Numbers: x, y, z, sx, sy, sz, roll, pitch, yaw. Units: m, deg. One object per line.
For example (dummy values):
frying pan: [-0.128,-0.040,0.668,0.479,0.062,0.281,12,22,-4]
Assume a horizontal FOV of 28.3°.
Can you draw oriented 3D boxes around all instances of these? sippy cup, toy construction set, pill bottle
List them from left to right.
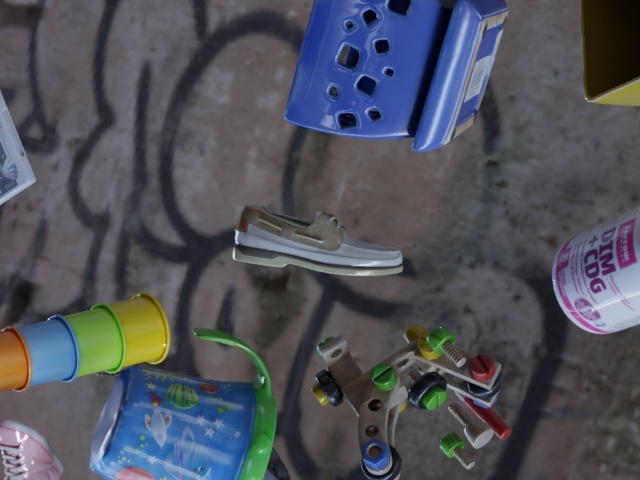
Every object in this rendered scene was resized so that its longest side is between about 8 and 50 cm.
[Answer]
sippy cup: [-0.212,0.294,1.878,0.224,0.305,0.240,22,147,-17]
toy construction set: [0.132,0.213,1.914,0.237,0.257,0.309,46,-167,34]
pill bottle: [0.481,0.030,1.843,0.160,0.160,0.283,15,156,-23]

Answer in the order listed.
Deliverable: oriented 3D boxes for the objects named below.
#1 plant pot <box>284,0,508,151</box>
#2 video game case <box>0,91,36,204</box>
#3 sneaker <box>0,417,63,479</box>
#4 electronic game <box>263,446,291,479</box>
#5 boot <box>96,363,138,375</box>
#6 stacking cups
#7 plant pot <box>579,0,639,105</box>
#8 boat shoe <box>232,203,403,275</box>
plant pot: [0.110,-0.245,1.647,0.212,0.236,0.236,20,-161,14]
video game case: [-0.553,-0.136,2.052,0.190,0.173,0.022,-27,173,36]
sneaker: [-0.346,0.264,1.470,0.051,0.070,0.134,6,145,23]
electronic game: [-0.136,0.450,2.653,0.229,0.048,0.229,51,-175,-6]
boot: [-0.339,0.156,1.897,0.158,0.085,0.059,4,-166,-33]
stacking cups: [-0.332,0.136,1.516,0.316,0.096,0.096,-12,-159,-41]
plant pot: [0.491,-0.293,1.700,0.187,0.212,0.212,11,160,-33]
boat shoe: [0.000,0.000,2.222,0.302,0.103,0.113,6,-176,-4]
